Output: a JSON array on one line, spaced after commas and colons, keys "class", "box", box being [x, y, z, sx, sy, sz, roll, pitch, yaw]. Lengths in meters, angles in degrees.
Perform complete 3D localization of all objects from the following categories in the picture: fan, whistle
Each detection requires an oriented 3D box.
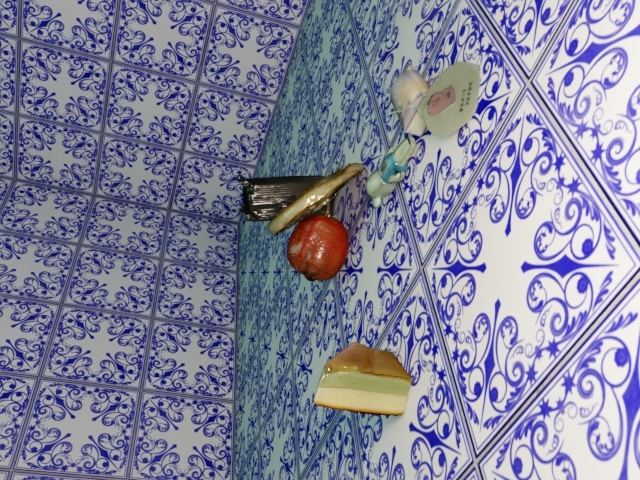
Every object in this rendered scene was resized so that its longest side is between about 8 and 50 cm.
[{"class": "fan", "box": [0.257, -0.324, 1.542, 0.310, 0.010, 0.182, -1, 77, 55]}, {"class": "whistle", "box": [0.194, -0.191, 1.758, 0.236, 0.077, 0.114, -54, 37, 45]}]

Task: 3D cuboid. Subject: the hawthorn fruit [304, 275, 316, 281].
[{"class": "hawthorn fruit", "box": [-0.030, 0.107, 2.342, 0.081, 0.080, 0.093, 123, 153, -54]}]

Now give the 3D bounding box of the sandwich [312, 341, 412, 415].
[{"class": "sandwich", "box": [0.079, 0.317, 1.522, 0.186, 0.219, 0.108, -133, 54, -71]}]

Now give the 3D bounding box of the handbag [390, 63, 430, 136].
[{"class": "handbag", "box": [0.243, -0.362, 1.673, 0.117, 0.095, 0.173, -60, 31, 35]}]

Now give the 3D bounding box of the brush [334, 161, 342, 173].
[{"class": "brush", "box": [0.069, -0.257, 2.344, 0.083, 0.021, 0.019, 114, 162, -56]}]

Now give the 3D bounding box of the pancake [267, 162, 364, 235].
[{"class": "pancake", "box": [-0.019, -0.141, 2.110, 0.382, 0.071, 0.382, -35, 6, 4]}]

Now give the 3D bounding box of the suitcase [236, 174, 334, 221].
[{"class": "suitcase", "box": [-0.128, -0.165, 2.387, 0.229, 0.334, 0.152, -140, 47, -72]}]

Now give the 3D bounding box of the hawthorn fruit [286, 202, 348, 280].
[{"class": "hawthorn fruit", "box": [0.000, 0.000, 2.104, 0.254, 0.205, 0.205, -69, 14, -8]}]
